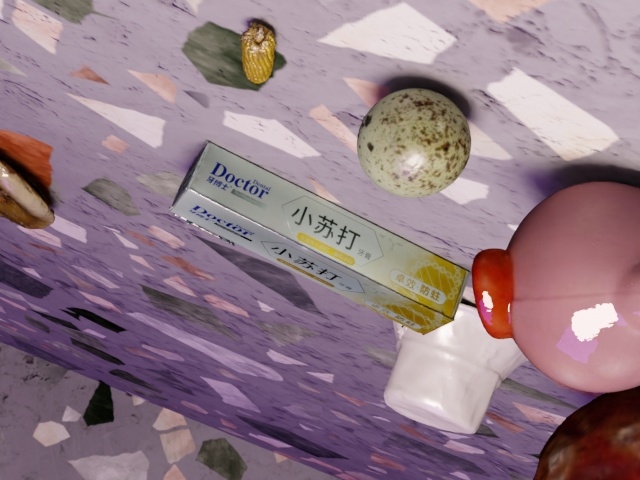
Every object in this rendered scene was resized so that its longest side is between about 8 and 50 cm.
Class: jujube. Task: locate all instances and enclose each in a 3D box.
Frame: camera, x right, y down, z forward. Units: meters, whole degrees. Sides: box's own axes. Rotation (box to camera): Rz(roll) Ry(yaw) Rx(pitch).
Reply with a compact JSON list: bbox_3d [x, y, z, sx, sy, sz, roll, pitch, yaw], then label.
[{"bbox_3d":[0.388,0.307,1.386,0.276,0.276,0.377,9,158,35],"label":"jujube"}]

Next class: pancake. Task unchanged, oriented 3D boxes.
[{"bbox_3d":[-0.467,-0.092,1.620,0.282,0.049,0.282,23,161,8],"label":"pancake"}]

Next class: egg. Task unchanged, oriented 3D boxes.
[{"bbox_3d":[0.070,-0.074,0.964,0.085,0.085,0.110,26,165,-13],"label":"egg"}]

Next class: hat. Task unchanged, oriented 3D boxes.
[{"bbox_3d":[0.149,0.154,1.471,0.203,0.126,0.203,18,165,5],"label":"hat"}]

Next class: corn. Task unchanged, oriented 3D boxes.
[{"bbox_3d":[-0.050,-0.149,0.987,0.028,0.027,0.083,38,166,6],"label":"corn"}]

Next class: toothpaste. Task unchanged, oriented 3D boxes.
[{"bbox_3d":[0.000,0.000,1.299,0.313,0.071,0.089,27,158,-12],"label":"toothpaste"}]

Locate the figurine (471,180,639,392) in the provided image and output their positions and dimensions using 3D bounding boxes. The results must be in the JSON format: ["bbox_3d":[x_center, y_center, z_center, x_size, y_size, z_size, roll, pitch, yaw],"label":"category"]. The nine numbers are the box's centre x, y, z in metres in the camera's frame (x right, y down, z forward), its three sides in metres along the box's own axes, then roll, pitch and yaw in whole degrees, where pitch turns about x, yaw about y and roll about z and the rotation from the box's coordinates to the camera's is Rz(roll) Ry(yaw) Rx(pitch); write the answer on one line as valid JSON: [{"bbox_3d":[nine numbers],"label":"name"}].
[{"bbox_3d":[0.223,0.035,0.970,0.173,0.173,0.173,20,162,7],"label":"figurine"}]
